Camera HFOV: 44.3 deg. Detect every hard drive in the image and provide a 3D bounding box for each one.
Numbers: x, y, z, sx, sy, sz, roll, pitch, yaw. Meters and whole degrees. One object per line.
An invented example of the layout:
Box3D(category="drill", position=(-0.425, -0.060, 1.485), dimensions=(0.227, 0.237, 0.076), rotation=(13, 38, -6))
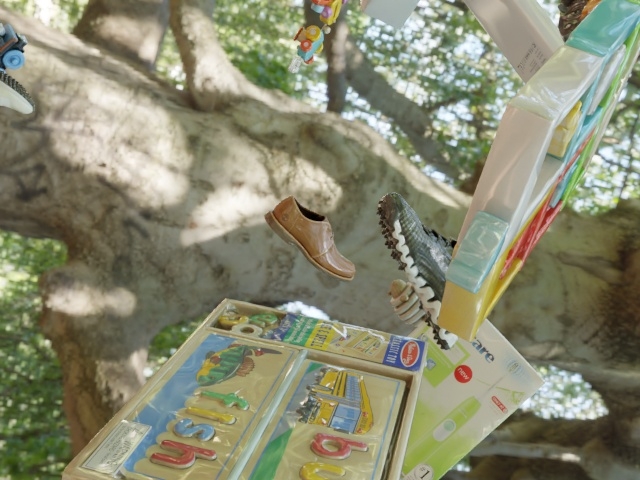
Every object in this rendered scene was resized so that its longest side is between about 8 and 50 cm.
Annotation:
Box3D(category="hard drive", position=(0.373, -0.417, 1.512), dimensions=(0.047, 0.353, 0.233), rotation=(-35, 174, 1))

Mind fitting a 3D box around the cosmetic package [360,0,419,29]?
Box3D(category="cosmetic package", position=(0.175, -0.630, 1.527), dimensions=(0.284, 0.097, 0.377), rotation=(-55, -155, 39))

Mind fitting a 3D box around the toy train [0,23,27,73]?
Box3D(category="toy train", position=(-0.658, -0.349, 1.521), dimensions=(0.184, 0.105, 0.080), rotation=(-40, -128, 4))

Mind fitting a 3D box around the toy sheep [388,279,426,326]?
Box3D(category="toy sheep", position=(0.188, 0.127, 1.548), dimensions=(0.091, 0.132, 0.091), rotation=(-42, -176, 4))

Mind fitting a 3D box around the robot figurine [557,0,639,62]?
Box3D(category="robot figurine", position=(0.349, -0.274, 0.737), dimensions=(0.211, 0.085, 0.291), rotation=(3, -127, 53))

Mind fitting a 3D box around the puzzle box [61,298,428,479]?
Box3D(category="puzzle box", position=(-0.041, 0.179, 0.810), dimensions=(0.409, 0.272, 0.052), rotation=(-54, 154, -69))

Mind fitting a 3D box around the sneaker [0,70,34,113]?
Box3D(category="sneaker", position=(-0.515, -0.229, 1.186), dimensions=(0.075, 0.161, 0.057), rotation=(-49, -146, 9))

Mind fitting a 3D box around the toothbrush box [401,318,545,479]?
Box3D(category="toothbrush box", position=(0.204, 0.256, 1.340), dimensions=(0.283, 0.206, 0.122), rotation=(-42, 166, 4))

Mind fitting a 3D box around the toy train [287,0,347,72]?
Box3D(category="toy train", position=(-0.015, -0.353, 1.250), dimensions=(0.125, 0.046, 0.166), rotation=(-39, 162, -56))

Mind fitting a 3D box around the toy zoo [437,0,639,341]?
Box3D(category="toy zoo", position=(0.158, -0.055, 0.555), dimensions=(0.293, 0.030, 0.192), rotation=(-45, 154, -39))

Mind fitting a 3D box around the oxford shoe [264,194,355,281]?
Box3D(category="oxford shoe", position=(0.000, 0.000, 1.404), dimensions=(0.076, 0.212, 0.076), rotation=(-42, -150, 12))

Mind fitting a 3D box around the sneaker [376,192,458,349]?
Box3D(category="sneaker", position=(0.154, 0.026, 1.019), dimensions=(0.234, 0.106, 0.078), rotation=(61, 0, -22))
